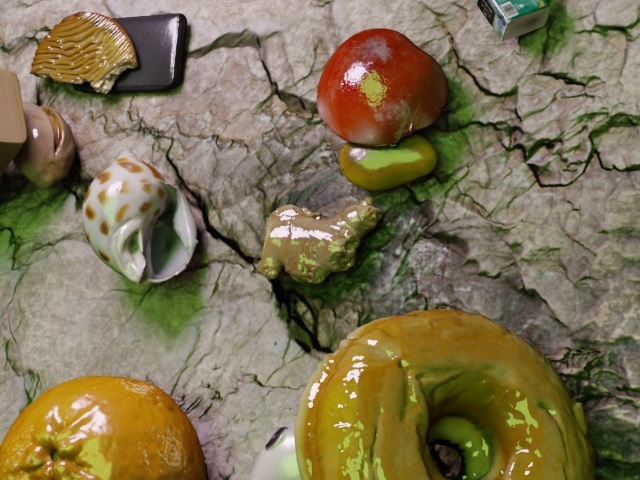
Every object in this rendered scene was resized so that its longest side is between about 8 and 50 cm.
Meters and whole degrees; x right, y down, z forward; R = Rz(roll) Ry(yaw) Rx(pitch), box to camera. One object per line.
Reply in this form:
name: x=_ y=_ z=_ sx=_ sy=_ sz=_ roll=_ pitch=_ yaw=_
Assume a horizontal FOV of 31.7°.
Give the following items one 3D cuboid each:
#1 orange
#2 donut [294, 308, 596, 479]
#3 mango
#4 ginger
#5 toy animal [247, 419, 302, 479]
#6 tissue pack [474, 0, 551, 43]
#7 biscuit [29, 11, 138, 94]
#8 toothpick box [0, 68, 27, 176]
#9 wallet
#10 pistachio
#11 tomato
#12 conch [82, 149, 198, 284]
orange: x=-0.348 y=0.374 z=1.764 sx=0.341 sy=0.293 sz=0.340 roll=-8 pitch=67 yaw=20
donut: x=0.178 y=0.298 z=1.526 sx=0.449 sy=0.198 sz=0.448 roll=7 pitch=62 yaw=-14
mango: x=0.111 y=-0.130 z=1.807 sx=0.161 sy=0.076 sz=0.103 roll=-1 pitch=71 yaw=22
ginger: x=-0.001 y=0.005 z=1.829 sx=0.213 sy=0.074 sz=0.137 roll=-5 pitch=75 yaw=18
toy animal: x=-0.002 y=0.394 z=1.658 sx=0.213 sy=0.212 sz=0.266 roll=-18 pitch=67 yaw=20
tissue pack: x=0.296 y=-0.374 z=1.786 sx=0.085 sy=0.079 sz=0.111 roll=-22 pitch=65 yaw=-16
biscuit: x=-0.450 y=-0.340 z=2.106 sx=0.229 sy=0.031 sz=0.176 roll=-26 pitch=73 yaw=21
toothpick box: x=-0.660 y=-0.174 z=2.045 sx=0.308 sy=0.190 sz=0.187 roll=-38 pitch=58 yaw=49
wallet: x=-0.361 y=-0.346 z=2.104 sx=0.250 sy=0.044 sz=0.149 roll=0 pitch=82 yaw=26
pistachio: x=-0.522 y=-0.182 z=2.097 sx=0.124 sy=0.124 sz=0.185 roll=-36 pitch=53 yaw=13
tomato: x=0.084 y=-0.257 z=1.795 sx=0.228 sy=0.112 sz=0.199 roll=24 pitch=64 yaw=32
conch: x=-0.320 y=-0.045 z=1.945 sx=0.149 sy=0.183 sz=0.274 roll=-26 pitch=60 yaw=54
